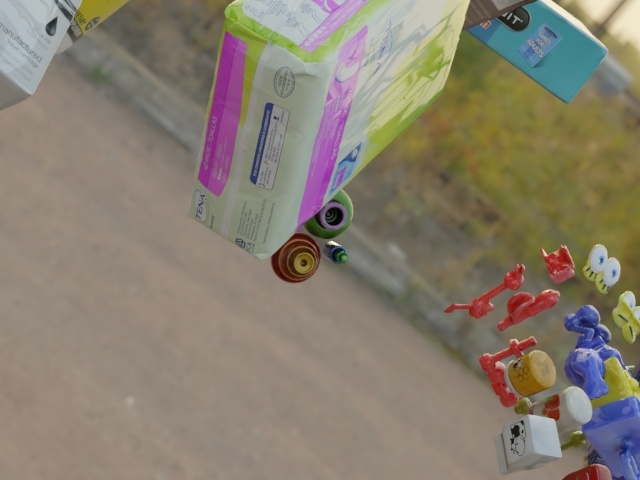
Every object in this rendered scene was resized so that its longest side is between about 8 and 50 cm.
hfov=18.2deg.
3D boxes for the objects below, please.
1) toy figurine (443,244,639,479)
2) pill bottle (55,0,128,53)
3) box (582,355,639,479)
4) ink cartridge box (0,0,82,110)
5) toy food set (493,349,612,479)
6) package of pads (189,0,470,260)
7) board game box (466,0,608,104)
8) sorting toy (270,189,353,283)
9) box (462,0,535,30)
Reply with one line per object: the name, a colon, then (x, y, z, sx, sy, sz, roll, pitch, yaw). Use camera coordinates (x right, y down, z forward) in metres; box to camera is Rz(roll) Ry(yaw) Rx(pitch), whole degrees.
toy figurine: (0.300, 0.198, 2.172, 0.362, 0.191, 0.217, 55, 14, -45)
pill bottle: (-0.234, -0.381, 2.272, 0.188, 0.334, 0.188, 49, -6, 7)
box: (0.400, 0.192, 2.223, 0.136, 0.225, 0.036, 21, 31, -4)
ink cartridge box: (-0.266, -0.220, 1.611, 0.082, 0.191, 0.139, -13, -45, 46)
toy food set: (0.210, 0.234, 1.949, 0.111, 0.104, 0.232, 13, 58, -41)
package of pads: (0.018, -0.156, 1.638, 0.101, 0.229, 0.296, 31, 47, 16)
board game box: (0.157, -0.300, 2.259, 0.336, 0.079, 0.254, 35, 11, -8)
sorting toy: (0.000, 0.000, 1.851, 0.061, 0.102, 0.042, 37, -2, -21)
box: (0.124, -0.314, 1.874, 0.168, 0.167, 0.203, 16, 53, -77)
